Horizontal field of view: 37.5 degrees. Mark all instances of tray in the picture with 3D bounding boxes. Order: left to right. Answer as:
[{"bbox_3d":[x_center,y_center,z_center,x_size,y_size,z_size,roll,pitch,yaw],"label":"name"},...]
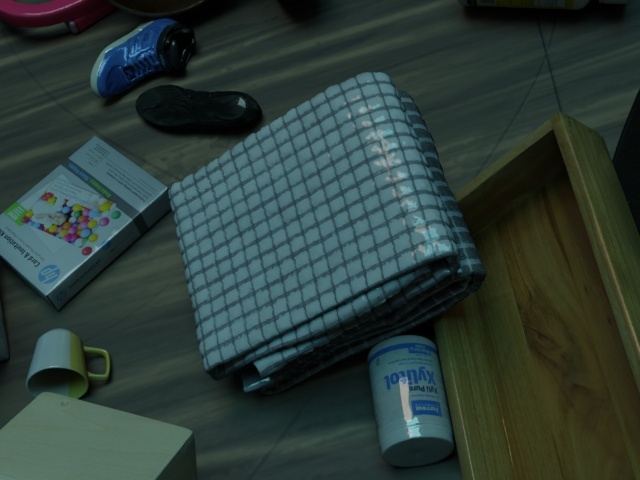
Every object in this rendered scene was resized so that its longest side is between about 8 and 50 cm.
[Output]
[{"bbox_3d":[0.205,0.107,0.823,0.203,0.076,0.411,-41,41,38],"label":"tray"}]

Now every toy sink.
[{"bbox_3d":[-0.193,0.269,0.808,0.152,0.234,0.131,10,28,19],"label":"toy sink"}]

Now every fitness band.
[{"bbox_3d":[-0.356,-0.412,1.367,0.291,0.054,0.209,-39,67,-17],"label":"fitness band"}]

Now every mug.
[{"bbox_3d":[-0.269,0.131,0.993,0.062,0.078,0.064,-39,39,24],"label":"mug"}]

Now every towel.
[{"bbox_3d":[0.000,0.000,0.940,0.283,0.121,0.235,-30,59,22],"label":"towel"}]

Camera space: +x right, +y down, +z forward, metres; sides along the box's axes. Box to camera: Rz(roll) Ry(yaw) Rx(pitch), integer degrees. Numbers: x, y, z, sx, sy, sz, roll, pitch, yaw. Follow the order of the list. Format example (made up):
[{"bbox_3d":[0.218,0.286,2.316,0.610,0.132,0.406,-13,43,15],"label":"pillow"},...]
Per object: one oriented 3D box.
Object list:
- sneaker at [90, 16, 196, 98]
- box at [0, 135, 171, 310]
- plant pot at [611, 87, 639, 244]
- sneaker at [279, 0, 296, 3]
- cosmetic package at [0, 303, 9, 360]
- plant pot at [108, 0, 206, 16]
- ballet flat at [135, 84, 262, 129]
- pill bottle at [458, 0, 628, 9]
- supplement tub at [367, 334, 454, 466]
[{"bbox_3d":[-0.226,-0.236,1.232,0.084,0.058,0.152,20,55,34],"label":"sneaker"},{"bbox_3d":[-0.286,-0.025,1.110,0.145,0.038,0.186,35,69,30],"label":"box"},{"bbox_3d":[0.372,-0.031,0.863,0.167,0.187,0.188,-57,29,2],"label":"plant pot"},{"bbox_3d":[0.017,-0.521,1.314,0.257,0.169,0.448,-13,51,5],"label":"sneaker"},{"bbox_3d":[-0.453,0.066,0.992,0.183,0.151,0.151,-16,69,-1],"label":"cosmetic package"},{"bbox_3d":[-0.239,-0.451,1.252,0.215,0.215,0.230,-26,52,-7],"label":"plant pot"},{"bbox_3d":[-0.156,-0.162,1.185,0.173,0.049,0.057,8,85,23],"label":"ballet flat"},{"bbox_3d":[0.279,-0.347,1.168,0.208,0.119,0.119,6,57,15],"label":"pill bottle"},{"bbox_3d":[0.084,0.150,0.887,0.071,0.071,0.107,-11,53,4],"label":"supplement tub"}]
